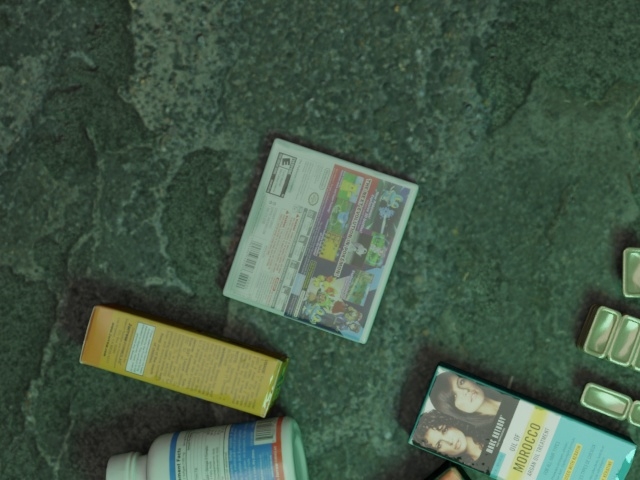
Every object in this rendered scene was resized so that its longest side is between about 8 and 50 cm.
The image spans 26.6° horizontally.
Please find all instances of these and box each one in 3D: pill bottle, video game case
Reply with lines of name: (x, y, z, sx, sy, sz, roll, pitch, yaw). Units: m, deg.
pill bottle: (-0.130, 0.280, 1.580, 0.222, 0.124, 0.124, -9, 88, 7)
video game case: (0.000, 0.000, 1.621, 0.183, 0.023, 0.201, 19, 90, 6)

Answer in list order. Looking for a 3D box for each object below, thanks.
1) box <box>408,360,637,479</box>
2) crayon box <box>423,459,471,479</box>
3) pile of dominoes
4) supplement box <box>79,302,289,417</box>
box: (0.232, 0.232, 1.572, 0.244, 0.060, 0.100, 21, 91, 6)
crayon box: (0.175, 0.440, 1.565, 0.202, 0.081, 0.318, -40, 86, 4)
pile of dominoes: (0.430, 0.134, 1.575, 0.251, 0.040, 0.196, 20, 91, -2)
supplement box: (-0.160, 0.141, 1.608, 0.233, 0.078, 0.080, 14, 91, 7)
